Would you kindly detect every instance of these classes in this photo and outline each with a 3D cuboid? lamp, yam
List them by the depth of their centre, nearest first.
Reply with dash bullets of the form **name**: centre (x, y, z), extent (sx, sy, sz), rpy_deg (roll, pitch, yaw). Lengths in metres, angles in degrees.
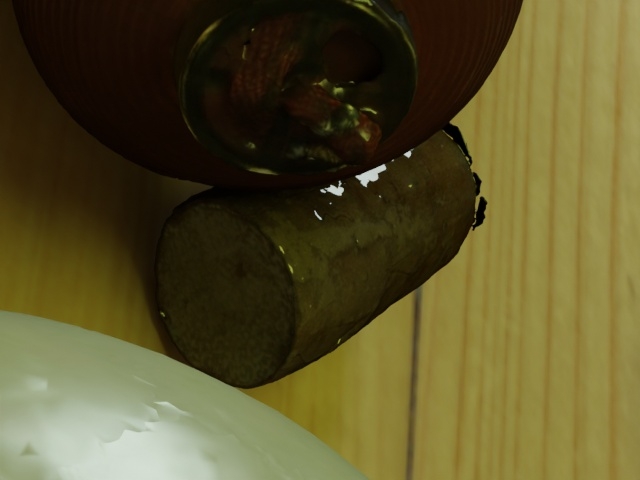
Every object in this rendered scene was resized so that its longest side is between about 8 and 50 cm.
- **lamp**: centre (-0.020, -0.122, 0.676), extent (0.180, 0.180, 0.258), rpy_deg (37, 24, -31)
- **yam**: centre (-0.003, -0.001, 0.740), extent (0.127, 0.084, 0.084), rpy_deg (-29, 94, -49)

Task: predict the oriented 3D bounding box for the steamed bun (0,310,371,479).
- **steamed bun**: centre (-0.076, 0.171, 0.447), extent (0.312, 0.233, 0.334), rpy_deg (36, 46, -33)
